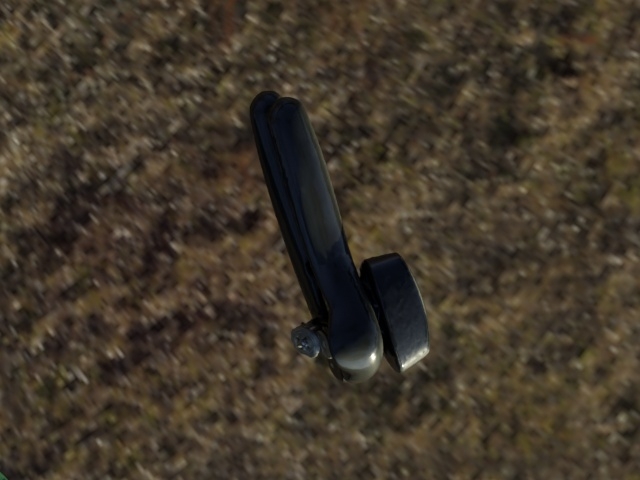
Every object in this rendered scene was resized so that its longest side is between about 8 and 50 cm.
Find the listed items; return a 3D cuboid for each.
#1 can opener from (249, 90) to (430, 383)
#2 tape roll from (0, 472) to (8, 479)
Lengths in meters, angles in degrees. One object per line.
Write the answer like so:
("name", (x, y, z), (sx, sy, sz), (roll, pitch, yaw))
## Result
("can opener", (0.000, 0.000, 1.094), (0.073, 0.059, 0.186), (-33, 109, -27))
("tape roll", (-0.282, 0.245, 1.013), (0.321, 0.077, 0.321), (7, 77, -31))
